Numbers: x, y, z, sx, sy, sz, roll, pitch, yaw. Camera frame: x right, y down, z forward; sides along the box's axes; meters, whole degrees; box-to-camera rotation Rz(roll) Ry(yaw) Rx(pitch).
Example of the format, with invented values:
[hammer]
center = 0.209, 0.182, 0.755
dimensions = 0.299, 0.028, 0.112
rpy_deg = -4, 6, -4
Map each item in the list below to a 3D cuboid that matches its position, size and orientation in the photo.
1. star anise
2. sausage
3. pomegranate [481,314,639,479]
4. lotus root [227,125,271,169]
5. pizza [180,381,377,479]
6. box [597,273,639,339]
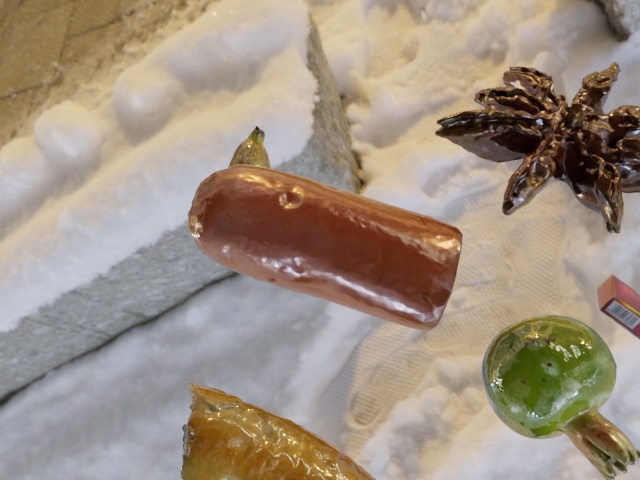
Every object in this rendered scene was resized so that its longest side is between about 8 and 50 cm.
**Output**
[star anise]
center = 0.270, -0.119, 0.694
dimensions = 0.288, 0.088, 0.288
rpy_deg = -1, 48, 1
[sausage]
center = 0.000, 0.000, 0.606
dimensions = 0.259, 0.113, 0.114
rpy_deg = 18, 80, 7
[pomegranate]
center = 0.420, 0.274, 1.099
dimensions = 0.236, 0.236, 0.302
rpy_deg = -36, 52, 13
[lotus root]
center = -0.149, -0.153, 1.356
dimensions = 0.094, 0.108, 0.191
rpy_deg = 134, 144, -57
[pizza]
center = 0.003, 0.194, 0.329
dimensions = 0.271, 0.056, 0.134
rpy_deg = 40, 80, 9
[box]
center = 0.642, 0.154, 1.253
dimensions = 0.175, 0.112, 0.048
rpy_deg = 37, 118, 4
